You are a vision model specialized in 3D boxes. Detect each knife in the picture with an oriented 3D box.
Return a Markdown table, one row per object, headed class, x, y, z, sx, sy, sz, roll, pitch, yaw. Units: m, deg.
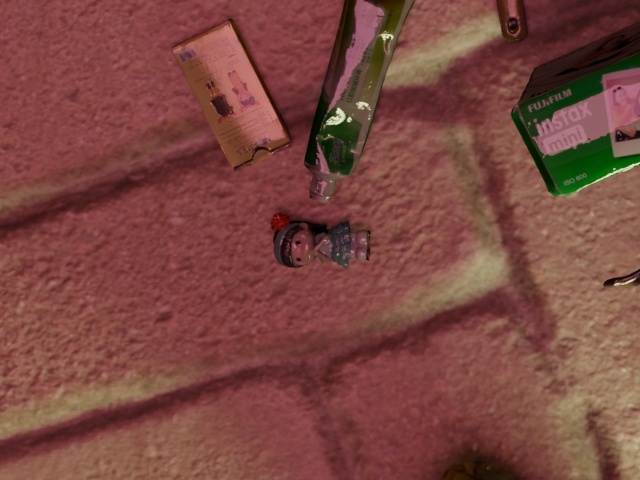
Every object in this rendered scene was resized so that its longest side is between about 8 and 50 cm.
| class | x | y | z | sx | sy | sz | roll | pitch | yaw |
| --- | --- | --- | --- | --- | --- | --- | --- | --- | --- |
| knife | 0.162 | -0.341 | 1.798 | 0.047 | 0.017 | 0.298 | -4 | 108 | 21 |

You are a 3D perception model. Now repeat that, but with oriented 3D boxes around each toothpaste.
| class | x | y | z | sx | sy | sz | roll | pitch | yaw |
| --- | --- | --- | --- | --- | --- | --- | --- | --- | --- |
| toothpaste | 0.033 | -0.156 | 1.864 | 0.078 | 0.047 | 0.248 | 16 | 107 | -2 |

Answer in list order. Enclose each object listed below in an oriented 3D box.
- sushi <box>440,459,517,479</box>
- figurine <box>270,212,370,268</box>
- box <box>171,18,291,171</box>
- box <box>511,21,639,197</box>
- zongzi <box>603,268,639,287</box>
| class | x | y | z | sx | sy | sz | roll | pitch | yaw |
| --- | --- | --- | --- | --- | --- | --- | --- | --- | --- |
| sushi | 0.225 | 0.440 | 1.847 | 0.351 | 0.396 | 0.240 | 33 | 106 | -9 |
| figurine | 0.000 | 0.000 | 1.916 | 0.106 | 0.047 | 0.060 | 1 | 117 | 6 |
| box | -0.091 | -0.151 | 1.894 | 0.073 | 0.020 | 0.149 | -23 | 103 | 13 |
| box | 0.285 | -0.135 | 1.723 | 0.180 | 0.250 | 0.103 | -24 | 97 | 15 |
| zongzi | 0.512 | -0.061 | 1.557 | 0.467 | 0.500 | 0.218 | 33 | 146 | -22 |
